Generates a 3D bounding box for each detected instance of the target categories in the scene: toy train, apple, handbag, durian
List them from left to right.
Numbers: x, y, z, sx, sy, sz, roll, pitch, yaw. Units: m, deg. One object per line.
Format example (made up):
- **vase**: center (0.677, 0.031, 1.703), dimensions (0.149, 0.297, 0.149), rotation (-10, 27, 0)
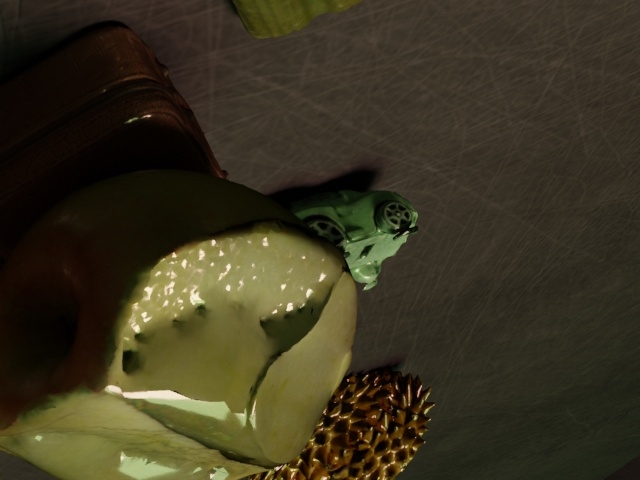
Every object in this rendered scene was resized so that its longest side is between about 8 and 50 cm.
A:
- **handbag**: center (-0.138, -0.035, 0.838), dimensions (0.151, 0.072, 0.193), rotation (-28, 160, -3)
- **apple**: center (-0.089, 0.050, 0.768), dimensions (0.207, 0.174, 0.188), rotation (-35, 137, 19)
- **toy train**: center (0.000, 0.000, 1.086), dimensions (0.149, 0.081, 0.099), rotation (-23, 158, -31)
- **durian**: center (0.006, 0.221, 1.576), dimensions (0.252, 0.144, 0.139), rotation (-42, -167, 14)

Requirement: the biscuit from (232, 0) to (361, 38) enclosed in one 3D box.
- **biscuit**: center (-0.027, -0.192, 0.679), dimensions (0.099, 0.038, 0.322), rotation (-26, 158, 0)
